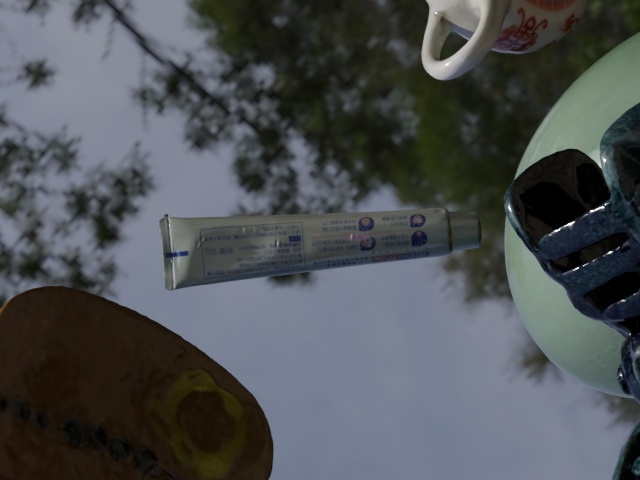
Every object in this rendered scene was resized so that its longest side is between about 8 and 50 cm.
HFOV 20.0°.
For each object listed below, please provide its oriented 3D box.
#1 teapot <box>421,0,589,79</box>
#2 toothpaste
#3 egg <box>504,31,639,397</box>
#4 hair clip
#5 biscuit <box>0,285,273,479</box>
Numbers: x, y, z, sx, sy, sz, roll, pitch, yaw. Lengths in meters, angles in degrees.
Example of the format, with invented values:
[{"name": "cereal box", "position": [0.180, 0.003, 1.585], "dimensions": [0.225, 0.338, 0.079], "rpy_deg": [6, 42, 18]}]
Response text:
[{"name": "teapot", "position": [0.117, -0.195, 1.223], "dimensions": [0.159, 0.116, 0.245], "rpy_deg": [47, -134, -38]}, {"name": "toothpaste", "position": [0.000, 0.000, 1.235], "dimensions": [0.033, 0.218, 0.052], "rpy_deg": [106, 160, -88]}, {"name": "egg", "position": [0.297, -0.025, 1.453], "dimensions": [0.276, 0.389, 0.276], "rpy_deg": [13, -128, -16]}, {"name": "hair clip", "position": [0.247, 0.066, 1.113], "dimensions": [0.206, 0.194, 0.310], "rpy_deg": [0, -110, -43]}, {"name": "biscuit", "position": [-0.158, 0.174, 1.359], "dimensions": [0.262, 0.052, 0.277], "rpy_deg": [34, -132, -19]}]
